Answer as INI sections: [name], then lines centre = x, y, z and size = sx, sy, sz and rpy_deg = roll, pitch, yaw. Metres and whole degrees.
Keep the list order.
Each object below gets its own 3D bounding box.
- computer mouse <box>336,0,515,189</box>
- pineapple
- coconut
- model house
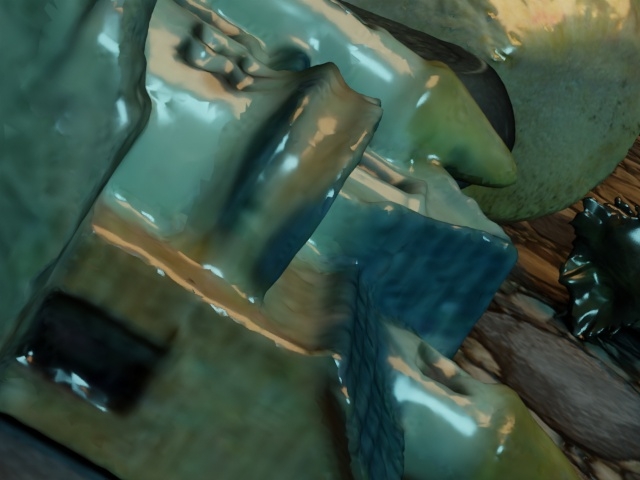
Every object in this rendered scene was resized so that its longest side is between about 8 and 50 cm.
[computer mouse]
centre = -0.076, -0.097, 0.854
size = 0.374, 0.114, 0.203
rpy_deg = 25, 18, 19
[pineapple]
centre = 0.294, -0.001, 1.119
size = 0.362, 0.202, 0.202
rpy_deg = -11, 45, -43
[coconut]
centre = 0.089, -0.136, 1.016
size = 0.259, 0.259, 0.259
rpy_deg = 28, 19, -11
[model house]
centre = 0.000, 0.000, 0.627
size = 0.325, 0.194, 0.267
rpy_deg = 33, 19, -6
